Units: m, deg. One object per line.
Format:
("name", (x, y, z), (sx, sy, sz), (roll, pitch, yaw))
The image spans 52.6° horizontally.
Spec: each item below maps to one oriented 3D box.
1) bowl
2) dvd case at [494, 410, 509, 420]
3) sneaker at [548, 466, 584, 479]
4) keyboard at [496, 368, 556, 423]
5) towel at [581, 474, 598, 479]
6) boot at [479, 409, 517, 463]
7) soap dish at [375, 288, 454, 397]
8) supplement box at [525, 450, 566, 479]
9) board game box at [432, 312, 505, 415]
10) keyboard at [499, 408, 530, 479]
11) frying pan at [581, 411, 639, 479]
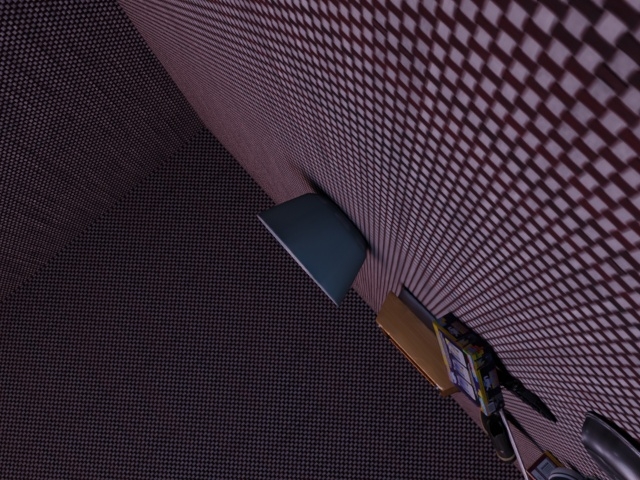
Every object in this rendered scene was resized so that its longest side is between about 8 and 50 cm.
("bowl", (0.000, 0.000, 1.640), (0.311, 0.163, 0.311), (48, 176, 5))
("dvd case", (0.494, 0.480, 1.876), (0.119, 0.013, 0.087), (35, -172, -48))
("sneaker", (0.631, 0.692, 1.521), (0.321, 0.127, 0.126), (49, 140, -7))
("keyboard", (0.390, 0.310, 1.303), (0.100, 0.038, 0.192), (49, 175, -11))
("towel", (0.630, 0.635, 1.221), (0.324, 0.056, 0.312), (62, 174, -5))
("boot", (0.510, 0.532, 1.896), (0.137, 0.077, 0.198), (60, -176, -34))
("soap dish", (0.271, 0.272, 1.672), (0.291, 0.118, 0.229), (46, 176, 21))
("supplement box", (0.618, 0.640, 1.721), (0.104, 0.081, 0.188), (46, 176, 35))
("board game box", (0.301, 0.250, 1.316), (0.141, 0.048, 0.170), (45, 159, 58))
("keyboard", (0.549, 0.591, 1.795), (0.072, 0.014, 0.256), (-27, -84, -84))
("frying pan", (0.461, 0.348, 0.851), (0.197, 0.053, 0.326), (49, 179, -27))
